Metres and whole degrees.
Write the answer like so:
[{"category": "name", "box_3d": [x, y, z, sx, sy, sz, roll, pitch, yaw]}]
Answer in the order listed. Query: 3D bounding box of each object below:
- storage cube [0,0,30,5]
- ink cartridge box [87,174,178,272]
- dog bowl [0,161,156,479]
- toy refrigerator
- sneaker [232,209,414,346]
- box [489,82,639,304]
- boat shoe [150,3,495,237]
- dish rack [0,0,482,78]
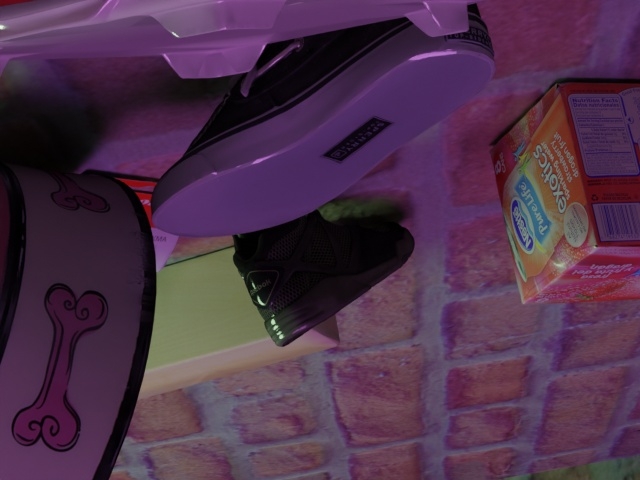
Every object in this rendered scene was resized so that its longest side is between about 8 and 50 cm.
[{"category": "storage cube", "box_3d": [-0.138, -0.219, 0.718, 0.193, 0.215, 0.183, -7, 162, 12]}, {"category": "ink cartridge box", "box_3d": [-0.189, -0.001, 1.540, 0.145, 0.045, 0.179, 6, 158, -39]}, {"category": "dog bowl", "box_3d": [-0.298, 0.112, 1.328, 0.150, 0.408, 0.408, 25, 145, -29]}, {"category": "toy refrigerator", "box_3d": [-0.124, 0.082, 1.714, 0.270, 0.102, 0.094, -17, 159, 17]}, {"category": "sneaker", "box_3d": [0.000, 0.000, 1.592, 0.087, 0.130, 0.227, -33, 178, 39]}, {"category": "box", "box_3d": [0.317, -0.042, 1.505, 0.300, 0.154, 0.142, -2, 160, -23]}, {"category": "boat shoe", "box_3d": [-0.012, -0.103, 1.252, 0.113, 0.105, 0.306, 14, 143, -41]}, {"category": "dish rack", "box_3d": [-0.061, -0.137, 0.978, 0.286, 0.072, 0.333, -5, -178, 35]}]
